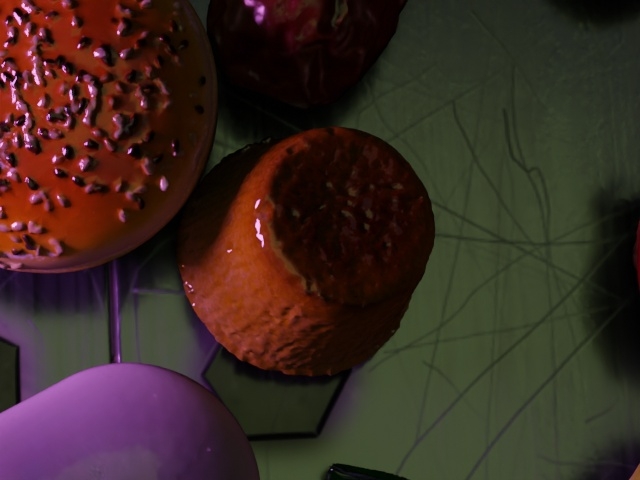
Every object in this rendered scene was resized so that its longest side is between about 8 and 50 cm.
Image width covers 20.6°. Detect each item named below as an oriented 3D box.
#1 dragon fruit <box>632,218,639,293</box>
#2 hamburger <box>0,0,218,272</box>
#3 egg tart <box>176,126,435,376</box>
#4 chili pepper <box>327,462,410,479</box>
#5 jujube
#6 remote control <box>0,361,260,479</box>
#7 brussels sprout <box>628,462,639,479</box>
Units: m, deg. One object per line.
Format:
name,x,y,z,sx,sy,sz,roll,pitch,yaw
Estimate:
dragon fruit,0.368,0.002,1.462,0.224,0.224,0.227,13,94,-2
hamburger,-0.226,-0.112,1.433,0.300,0.176,0.300,-1,83,10
egg tart,0.000,0.000,1.458,0.215,0.171,0.215,5,74,-19
chili pepper,0.093,0.243,1.472,0.224,0.061,0.098,6,86,-5
jujube,-0.002,-0.235,1.500,0.174,0.174,0.250,24,88,1
remote control,-0.206,0.236,1.428,0.332,0.103,0.221,-28,88,-9
brussels sprout,0.359,0.257,1.382,0.227,0.294,0.259,-2,78,-31
